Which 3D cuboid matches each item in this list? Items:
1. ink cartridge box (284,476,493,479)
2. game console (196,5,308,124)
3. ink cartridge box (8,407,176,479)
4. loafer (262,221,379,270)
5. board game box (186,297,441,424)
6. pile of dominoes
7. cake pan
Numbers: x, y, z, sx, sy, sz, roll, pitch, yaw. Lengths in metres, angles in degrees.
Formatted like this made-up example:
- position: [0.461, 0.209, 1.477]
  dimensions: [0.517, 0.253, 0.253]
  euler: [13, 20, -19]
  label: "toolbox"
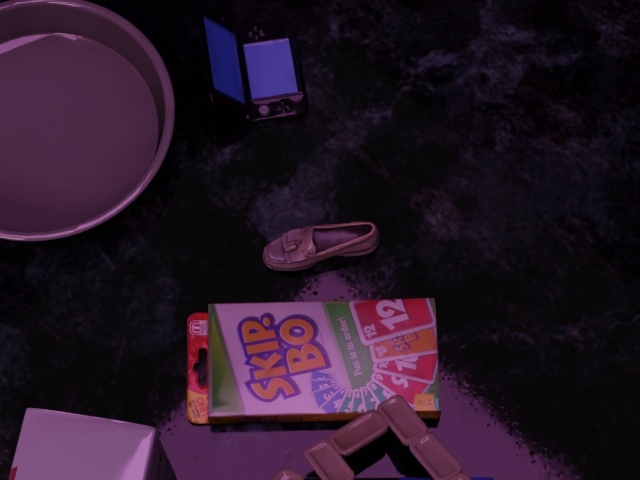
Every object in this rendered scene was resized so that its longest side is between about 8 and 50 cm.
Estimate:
- position: [0.068, 0.283, 1.673]
  dimensions: [0.207, 0.046, 0.097]
  euler: [-1, 53, 0]
  label: "ink cartridge box"
- position: [-0.074, -0.196, 1.871]
  dimensions: [0.107, 0.071, 0.122]
  euler: [-8, 68, -3]
  label: "game console"
- position: [-0.218, 0.252, 1.631]
  dimensions: [0.127, 0.176, 0.128]
  euler: [7, 67, 6]
  label: "ink cartridge box"
- position: [0.000, 0.000, 1.805]
  dimensions: [0.125, 0.039, 0.045]
  euler: [-11, 69, -4]
  label: "loafer"
- position: [-0.009, 0.124, 1.760]
  dimensions: [0.259, 0.039, 0.124]
  euler: [-3, 67, 2]
  label: "board game box"
- position: [0.063, 0.283, 1.632]
  dimensions: [0.196, 0.040, 0.251]
  euler: [-29, 49, -14]
  label: "pile of dominoes"
- position: [-0.301, -0.125, 1.853]
  dimensions: [0.293, 0.054, 0.293]
  euler: [0, 67, 1]
  label: "cake pan"
